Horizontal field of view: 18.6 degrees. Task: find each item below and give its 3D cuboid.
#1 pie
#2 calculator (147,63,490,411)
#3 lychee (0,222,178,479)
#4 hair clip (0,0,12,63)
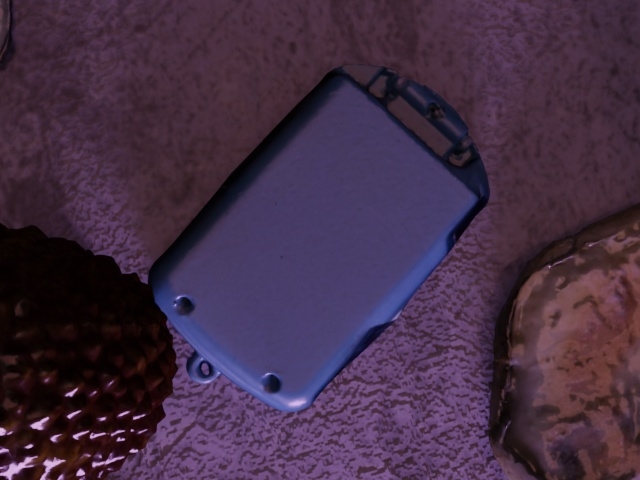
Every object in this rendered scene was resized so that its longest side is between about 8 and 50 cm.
[{"bbox_3d":[0.290,0.112,1.537,0.337,0.075,0.337,0,85,-1],"label":"pie"},{"bbox_3d":[0.000,0.000,1.521,0.173,0.051,0.293,42,85,-4],"label":"calculator"},{"bbox_3d":[-0.238,0.094,1.408,0.271,0.236,0.236,-14,90,-26],"label":"lychee"},{"bbox_3d":[-0.302,-0.182,1.499,0.172,0.049,0.116,37,90,-6],"label":"hair clip"}]
